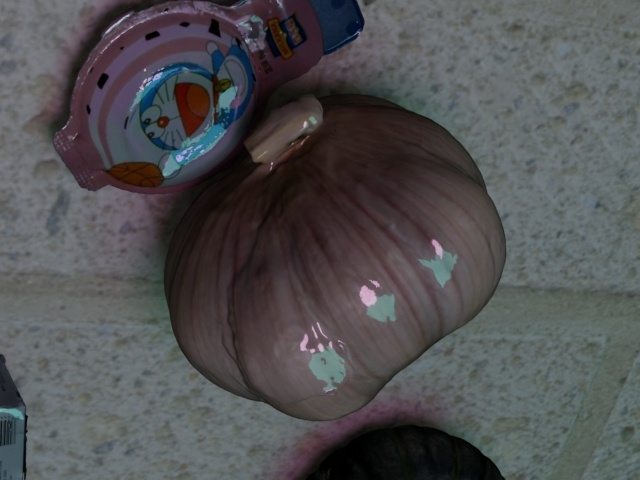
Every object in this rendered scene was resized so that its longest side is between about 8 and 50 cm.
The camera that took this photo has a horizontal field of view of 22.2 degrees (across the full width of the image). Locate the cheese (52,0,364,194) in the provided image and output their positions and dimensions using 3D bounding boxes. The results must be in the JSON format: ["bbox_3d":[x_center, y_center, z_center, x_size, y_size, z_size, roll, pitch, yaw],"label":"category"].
[{"bbox_3d":[-0.093,-0.139,1.374,0.286,0.074,0.189,-32,133,-7],"label":"cheese"}]

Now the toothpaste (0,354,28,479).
[{"bbox_3d":[-0.320,0.269,1.528,0.067,0.081,0.336,-7,125,-24],"label":"toothpaste"}]

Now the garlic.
[{"bbox_3d":[0.007,0.014,1.391,0.241,0.322,0.322,36,102,-8],"label":"garlic"}]

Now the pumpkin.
[{"bbox_3d":[0.085,0.311,1.707,0.250,0.216,0.249,0,104,2],"label":"pumpkin"}]
